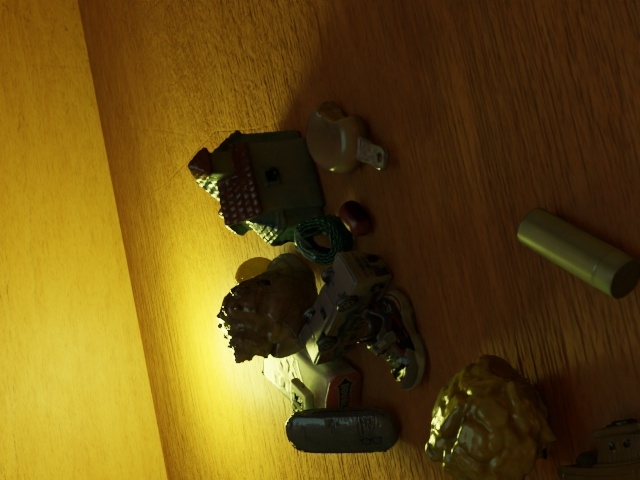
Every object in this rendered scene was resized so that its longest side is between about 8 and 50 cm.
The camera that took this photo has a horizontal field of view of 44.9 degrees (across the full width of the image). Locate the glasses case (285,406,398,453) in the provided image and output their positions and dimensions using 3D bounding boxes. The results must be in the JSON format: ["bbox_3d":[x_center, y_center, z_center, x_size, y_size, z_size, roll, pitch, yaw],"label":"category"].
[{"bbox_3d":[0.049,0.455,1.857,0.283,0.067,0.109,-8,107,20],"label":"glasses case"}]

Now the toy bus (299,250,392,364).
[{"bbox_3d":[0.055,0.159,1.832,0.109,0.136,0.329,61,145,33],"label":"toy bus"}]

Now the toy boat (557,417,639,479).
[{"bbox_3d":[0.493,0.331,1.184,0.321,0.089,0.121,-42,50,55],"label":"toy boat"}]

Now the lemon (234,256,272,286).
[{"bbox_3d":[-0.168,0.124,2.201,0.187,0.142,0.142,39,130,42],"label":"lemon"}]

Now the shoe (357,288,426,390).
[{"bbox_3d":[0.150,0.223,1.702,0.099,0.126,0.227,-29,71,55],"label":"shoe"}]

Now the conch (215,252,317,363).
[{"bbox_3d":[-0.133,0.177,2.015,0.263,0.186,0.323,15,81,22],"label":"conch"}]

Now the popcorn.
[{"bbox_3d":[0.310,0.334,1.369,0.225,0.249,0.249,33,136,6],"label":"popcorn"}]

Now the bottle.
[{"bbox_3d":[0.414,0.017,1.250,0.201,0.072,0.072,39,130,49],"label":"bottle"}]

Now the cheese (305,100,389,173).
[{"bbox_3d":[0.067,-0.223,1.774,0.286,0.082,0.163,28,122,51],"label":"cheese"}]

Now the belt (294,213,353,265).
[{"bbox_3d":[0.000,0.000,1.893,0.152,0.079,0.121,6,108,36],"label":"belt"}]

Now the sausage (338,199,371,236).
[{"bbox_3d":[0.080,-0.050,1.812,0.094,0.059,0.054,54,153,31],"label":"sausage"}]

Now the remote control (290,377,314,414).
[{"bbox_3d":[-0.045,0.447,1.976,0.087,0.029,0.189,38,137,50],"label":"remote control"}]

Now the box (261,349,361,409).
[{"bbox_3d":[-0.036,0.355,2.066,0.370,0.112,0.190,29,121,53],"label":"box"}]

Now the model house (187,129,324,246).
[{"bbox_3d":[-0.198,-0.128,2.003,0.252,0.330,0.294,-34,67,54],"label":"model house"}]
